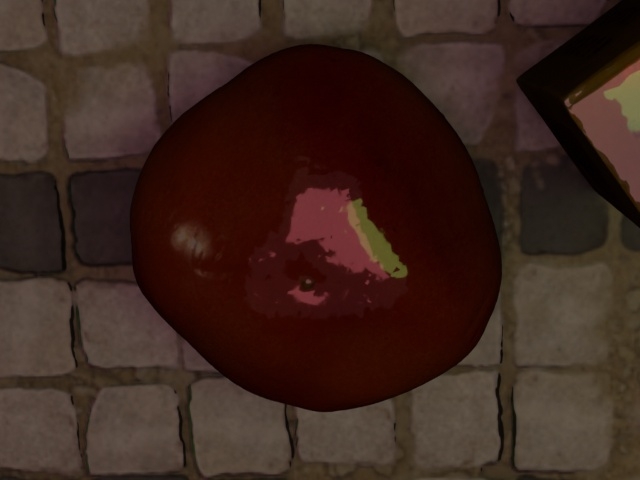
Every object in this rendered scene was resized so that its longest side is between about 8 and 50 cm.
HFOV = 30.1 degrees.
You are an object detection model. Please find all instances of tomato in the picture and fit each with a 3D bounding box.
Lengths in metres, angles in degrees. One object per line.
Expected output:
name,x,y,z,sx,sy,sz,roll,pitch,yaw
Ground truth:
tomato,-0.004,0.002,0.808,0.260,0.180,0.260,1,103,5

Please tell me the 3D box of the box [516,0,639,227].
box,0.327,-0.172,0.710,0.415,0.264,0.116,-36,95,9
